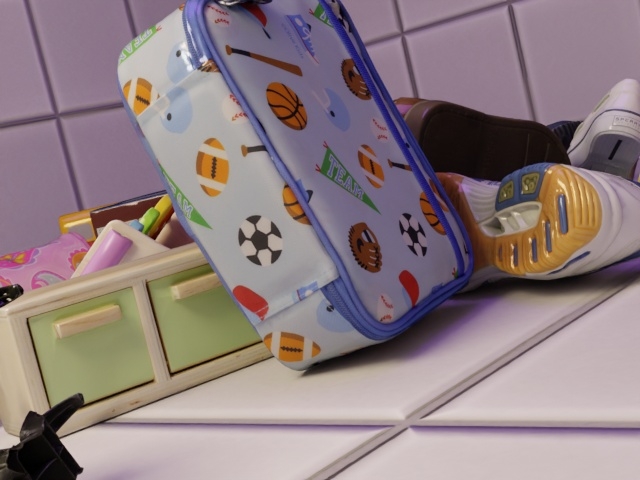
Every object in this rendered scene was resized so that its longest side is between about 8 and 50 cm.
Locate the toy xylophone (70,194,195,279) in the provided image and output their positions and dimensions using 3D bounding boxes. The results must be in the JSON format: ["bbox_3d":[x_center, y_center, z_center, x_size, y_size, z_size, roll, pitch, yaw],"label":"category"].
[{"bbox_3d":[-0.177,0.004,1.154,0.236,0.081,0.322,-55,3,-2],"label":"toy xylophone"}]

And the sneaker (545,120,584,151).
[{"bbox_3d":[0.243,-0.083,1.332,0.319,0.112,0.131,-17,9,-42],"label":"sneaker"}]

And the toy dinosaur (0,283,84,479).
[{"bbox_3d":[-0.259,0.110,0.559,0.218,0.164,0.322,-29,25,10],"label":"toy dinosaur"}]

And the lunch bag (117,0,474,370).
[{"bbox_3d":[-0.007,-0.066,0.816,0.115,0.303,0.243,-28,-2,35],"label":"lunch bag"}]

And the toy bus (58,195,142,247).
[{"bbox_3d":[-0.309,-0.001,1.701,0.332,0.130,0.108,-14,6,-5],"label":"toy bus"}]

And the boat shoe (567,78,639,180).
[{"bbox_3d":[0.330,-0.107,1.194,0.083,0.076,0.226,19,-17,1],"label":"boat shoe"}]

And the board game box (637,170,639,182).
[{"bbox_3d":[0.412,-0.121,1.248,0.039,0.124,0.259,15,16,21],"label":"board game box"}]

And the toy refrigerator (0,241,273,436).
[{"bbox_3d":[-0.123,0.064,0.836,0.269,0.102,0.094,-17,7,-34],"label":"toy refrigerator"}]

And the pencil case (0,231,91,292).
[{"bbox_3d":[-0.401,0.077,1.293,0.124,0.124,0.284,-8,7,42],"label":"pencil case"}]

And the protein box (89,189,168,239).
[{"bbox_3d":[-0.188,-0.009,1.481,0.201,0.136,0.200,-13,6,6],"label":"protein box"}]

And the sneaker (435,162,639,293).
[{"bbox_3d":[0.178,-0.004,0.917,0.131,0.112,0.296,3,0,-24],"label":"sneaker"}]

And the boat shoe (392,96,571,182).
[{"bbox_3d":[0.160,-0.090,1.120,0.104,0.111,0.307,14,-4,44],"label":"boat shoe"}]
